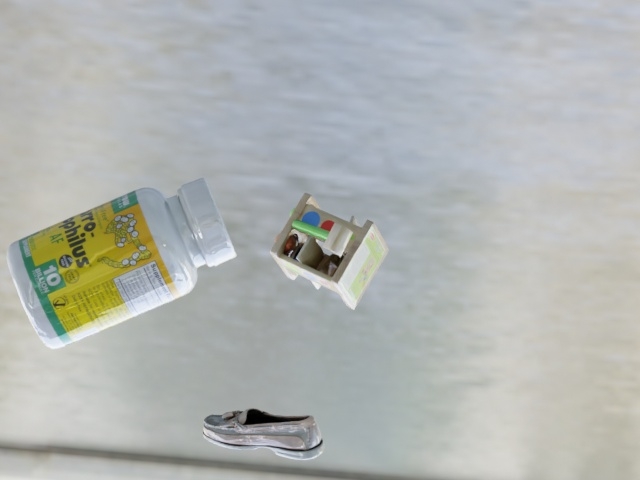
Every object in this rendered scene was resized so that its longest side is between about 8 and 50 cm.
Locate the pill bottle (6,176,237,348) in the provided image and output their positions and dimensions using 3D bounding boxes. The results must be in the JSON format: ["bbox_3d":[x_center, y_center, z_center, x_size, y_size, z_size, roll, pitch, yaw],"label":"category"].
[{"bbox_3d":[-0.195,0.017,1.664,0.208,0.117,0.117,-23,169,-2],"label":"pill bottle"}]

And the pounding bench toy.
[{"bbox_3d":[0.000,0.000,1.177,0.065,0.052,0.083,25,166,23],"label":"pounding bench toy"}]

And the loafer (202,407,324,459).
[{"bbox_3d":[-0.053,0.167,1.516,0.125,0.039,0.045,7,-155,31],"label":"loafer"}]
